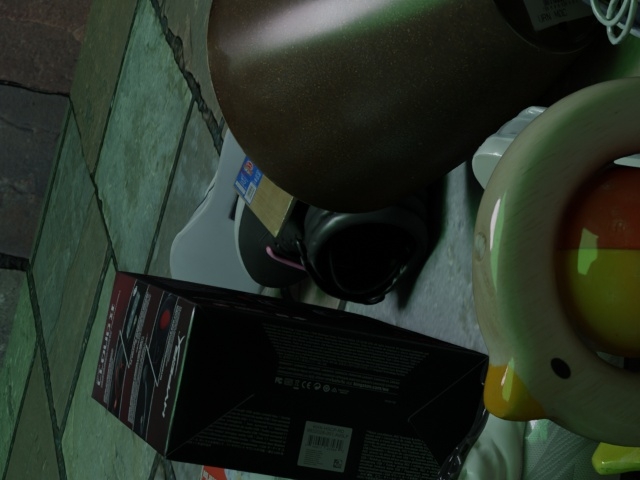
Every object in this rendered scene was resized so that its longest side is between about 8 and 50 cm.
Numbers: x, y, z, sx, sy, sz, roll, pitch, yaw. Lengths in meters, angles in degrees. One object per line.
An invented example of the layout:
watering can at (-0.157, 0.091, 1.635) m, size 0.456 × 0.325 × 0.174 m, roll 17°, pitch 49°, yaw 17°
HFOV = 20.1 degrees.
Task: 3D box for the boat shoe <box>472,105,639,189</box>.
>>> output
boat shoe at (0.170, -0.035, 0.966) m, size 0.184 × 0.066 × 0.063 m, roll 12°, pitch 54°, yaw 44°

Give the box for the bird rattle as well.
bird rattle at (0.169, 0.004, 0.795) m, size 0.143 × 0.207 × 0.253 m, roll -155°, pitch 71°, yaw -68°

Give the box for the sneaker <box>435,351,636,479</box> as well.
sneaker at (0.140, 0.096, 1.019) m, size 0.100 × 0.108 × 0.271 m, roll 98°, pitch -166°, yaw -78°

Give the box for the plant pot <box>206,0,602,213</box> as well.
plant pot at (0.076, -0.144, 1.198) m, size 0.230 × 0.215 × 0.215 m, roll -17°, pitch 63°, yaw 53°

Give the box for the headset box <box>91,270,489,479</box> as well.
headset box at (-0.037, 0.100, 1.331) m, size 0.293 × 0.218 × 0.110 m, roll -168°, pitch 89°, yaw -72°

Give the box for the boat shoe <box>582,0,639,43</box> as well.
boat shoe at (0.193, -0.151, 0.991) m, size 0.254 × 0.079 × 0.095 m, roll -125°, pitch 48°, yaw -65°

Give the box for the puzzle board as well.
puzzle board at (-0.032, -0.065, 1.438) m, size 0.096 × 0.011 × 0.128 m, roll -67°, pitch 24°, yaw 12°

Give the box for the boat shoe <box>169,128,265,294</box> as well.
boat shoe at (-0.061, -0.038, 1.621) m, size 0.088 × 0.096 × 0.267 m, roll -49°, pitch -16°, yaw -45°

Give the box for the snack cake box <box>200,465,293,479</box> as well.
snack cake box at (-0.030, 0.240, 1.446) m, size 0.264 × 0.089 × 0.152 m, roll -168°, pitch 86°, yaw -72°

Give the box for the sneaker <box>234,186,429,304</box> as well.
sneaker at (0.000, 0.000, 1.453) m, size 0.296 × 0.105 × 0.146 m, roll 132°, pitch 150°, yaw -51°
